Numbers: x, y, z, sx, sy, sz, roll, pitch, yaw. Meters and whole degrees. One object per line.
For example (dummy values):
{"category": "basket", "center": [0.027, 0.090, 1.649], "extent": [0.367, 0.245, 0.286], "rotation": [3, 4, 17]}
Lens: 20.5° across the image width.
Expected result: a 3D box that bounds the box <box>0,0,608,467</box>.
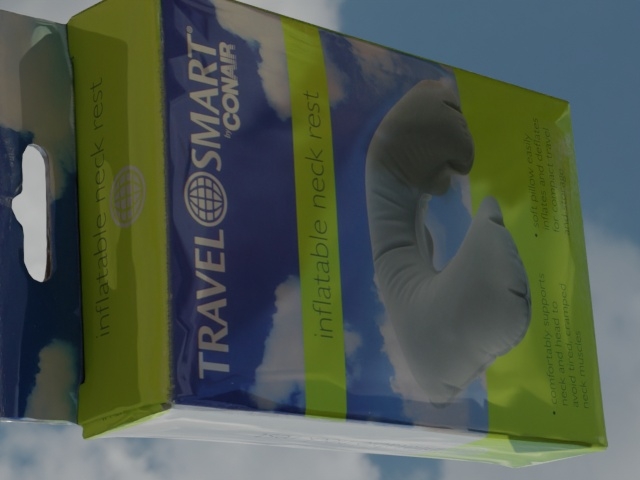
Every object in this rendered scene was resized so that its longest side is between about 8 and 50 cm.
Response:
{"category": "box", "center": [0.000, 0.000, 0.464], "extent": [0.042, 0.178, 0.109], "rotation": [-20, -112, 44]}
